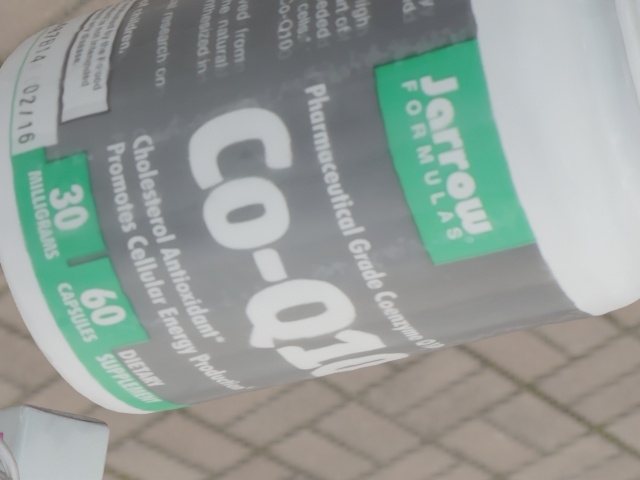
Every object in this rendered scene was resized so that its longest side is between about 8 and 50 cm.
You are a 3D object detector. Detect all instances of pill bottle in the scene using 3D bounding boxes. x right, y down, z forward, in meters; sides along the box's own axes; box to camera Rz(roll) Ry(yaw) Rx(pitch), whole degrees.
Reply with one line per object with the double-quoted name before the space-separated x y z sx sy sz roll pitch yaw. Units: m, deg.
"pill bottle" 0.044 -0.049 0.820 0.361 0.204 0.204 -15 141 22

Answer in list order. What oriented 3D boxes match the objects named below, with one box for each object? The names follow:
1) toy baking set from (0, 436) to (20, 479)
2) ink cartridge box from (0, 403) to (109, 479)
"toy baking set" -0.213 0.061 0.779 0.197 0.030 0.256 42 152 -3
"ink cartridge box" -0.221 0.231 1.090 0.060 0.238 0.275 15 165 -25
